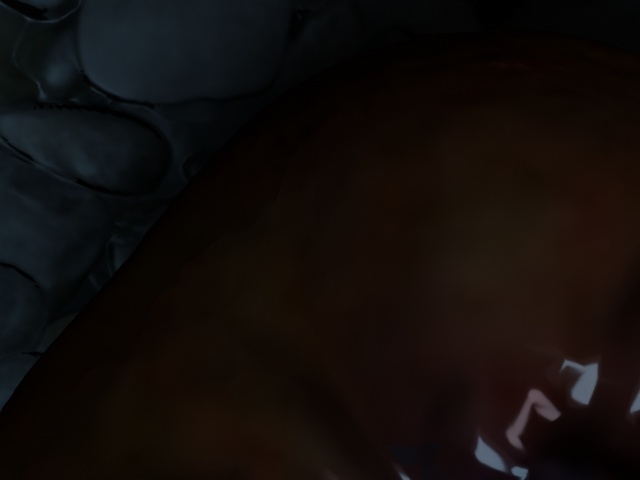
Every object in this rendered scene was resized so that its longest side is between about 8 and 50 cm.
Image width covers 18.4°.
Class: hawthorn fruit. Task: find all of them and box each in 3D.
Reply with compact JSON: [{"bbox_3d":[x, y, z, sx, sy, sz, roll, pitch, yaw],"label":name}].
[{"bbox_3d":[0.114,0.149,0.718,0.471,0.472,0.472,2,124,3],"label":"hawthorn fruit"}]
